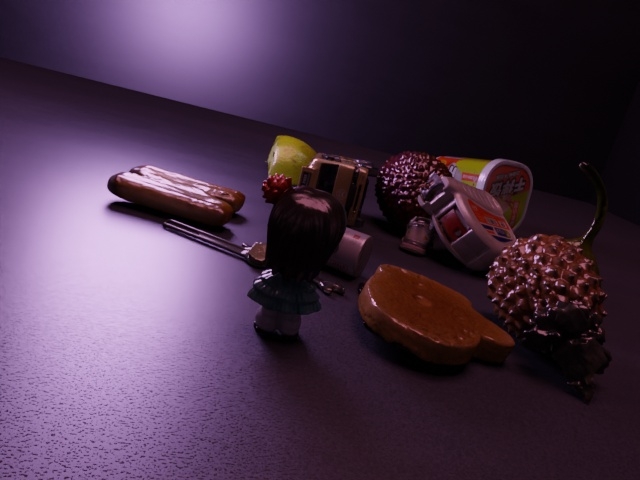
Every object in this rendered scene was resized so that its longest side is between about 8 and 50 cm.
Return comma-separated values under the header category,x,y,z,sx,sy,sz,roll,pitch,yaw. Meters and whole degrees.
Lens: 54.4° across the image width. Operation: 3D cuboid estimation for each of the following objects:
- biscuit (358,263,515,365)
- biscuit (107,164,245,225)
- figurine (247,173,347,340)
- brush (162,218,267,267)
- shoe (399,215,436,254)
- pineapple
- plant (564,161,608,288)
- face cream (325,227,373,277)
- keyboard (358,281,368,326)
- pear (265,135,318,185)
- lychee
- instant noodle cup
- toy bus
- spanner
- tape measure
category,x,y,z,sx,sy,sz,roll,pitch,yaw
biscuit,0.208,0.146,1.140,0.287,0.057,0.344,22,16,3
biscuit,-0.335,-0.109,1.482,0.290,0.062,0.237,15,15,-2
figurine,-0.047,0.030,0.952,0.137,0.246,0.110,15,17,-7
brush,-0.215,-0.002,1.290,0.266,0.027,0.062,19,37,16
shoe,0.272,-0.024,1.716,0.089,0.092,0.180,20,16,15
pineapple,0.448,0.142,1.178,0.222,0.223,0.357,15,27,-4
plant,0.626,0.020,1.514,0.251,0.333,0.180,35,34,10
face cream,0.000,0.000,1.372,0.214,0.096,0.096,21,17,19
keyboard,0.105,0.125,1.196,0.060,0.018,0.195,18,17,-6
pear,-0.061,-0.270,2.186,0.239,0.139,0.288,21,16,-12
lychee,0.279,-0.134,1.866,0.271,0.271,0.271,15,16,-4
instant noodle cup,0.557,-0.184,2.271,0.294,0.294,0.308,4,13,-35
toy bus,0.043,-0.153,1.766,0.201,0.177,0.365,14,10,-2
spanner,-0.058,0.055,1.275,0.254,0.015,0.054,25,20,30
tape measure,0.406,-0.042,1.694,0.258,0.130,0.265,11,50,-47
